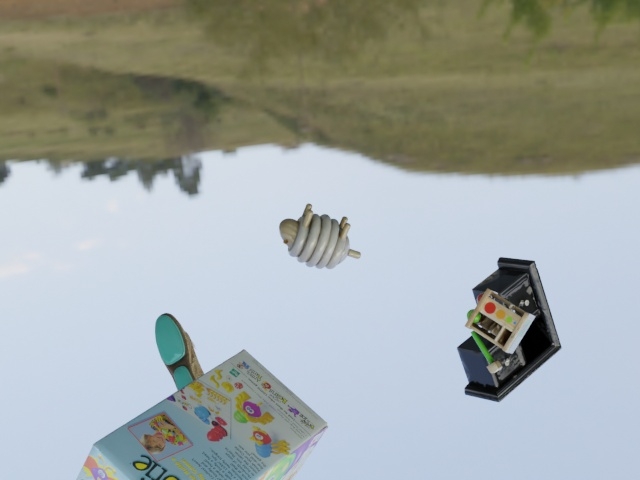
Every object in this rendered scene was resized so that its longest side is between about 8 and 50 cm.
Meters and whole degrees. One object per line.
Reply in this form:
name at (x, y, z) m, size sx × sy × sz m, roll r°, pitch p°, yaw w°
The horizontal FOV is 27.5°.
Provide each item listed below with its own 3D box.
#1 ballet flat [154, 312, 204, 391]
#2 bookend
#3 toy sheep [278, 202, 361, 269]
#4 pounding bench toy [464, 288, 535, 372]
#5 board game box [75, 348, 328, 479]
ballet flat at (-0.268, 0.240, 2.575) m, size 0.073 × 0.206 × 0.067 m, roll -25°, pitch 167°, yaw 24°
bookend at (0.270, 0.131, 1.961) m, size 0.156 × 0.157 × 0.072 m, roll -33°, pitch -156°, yaw -33°
toy sheep at (0.000, 0.000, 1.935) m, size 0.132 × 0.091 × 0.091 m, roll 21°, pitch -166°, yaw -9°
pounding bench toy at (0.200, 0.106, 1.535) m, size 0.065 × 0.083 × 0.052 m, roll 32°, pitch -176°, yaw 18°
board game box at (-0.143, 0.265, 1.494) m, size 0.144 × 0.142 × 0.275 m, roll 40°, pitch -145°, yaw 16°
